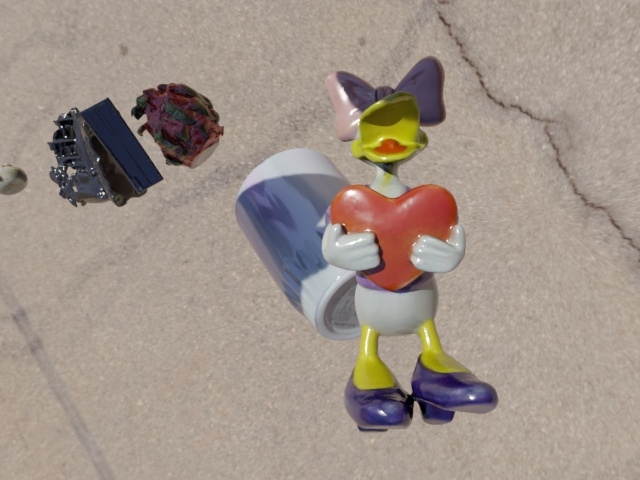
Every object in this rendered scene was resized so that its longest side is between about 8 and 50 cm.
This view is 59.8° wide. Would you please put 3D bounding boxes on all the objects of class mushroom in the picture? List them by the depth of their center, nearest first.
[{"bbox_3d":[-0.745,-0.153,1.323,0.085,0.085,0.079,-35,64,20],"label":"mushroom"}]

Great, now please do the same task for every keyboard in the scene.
[{"bbox_3d":[-0.383,-0.180,1.085,0.063,0.198,0.010,-30,39,-5],"label":"keyboard"}]

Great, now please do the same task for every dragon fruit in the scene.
[{"bbox_3d":[-0.305,-0.245,1.179,0.166,0.160,0.172,-41,91,17],"label":"dragon fruit"}]

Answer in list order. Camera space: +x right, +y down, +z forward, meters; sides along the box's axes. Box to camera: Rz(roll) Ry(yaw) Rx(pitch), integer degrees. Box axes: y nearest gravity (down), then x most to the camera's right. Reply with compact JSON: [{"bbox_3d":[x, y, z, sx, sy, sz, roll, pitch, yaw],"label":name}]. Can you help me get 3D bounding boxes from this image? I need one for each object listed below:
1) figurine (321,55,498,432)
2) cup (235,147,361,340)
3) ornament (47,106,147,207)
[{"bbox_3d":[0.085,-0.009,0.603,0.154,0.193,0.421,-5,85,8],"label":"figurine"},{"bbox_3d":[0.000,0.000,1.124,0.253,0.253,0.372,-53,45,16],"label":"cup"},{"bbox_3d":[-0.567,-0.193,1.335,0.260,0.106,0.251,7,122,30],"label":"ornament"}]
